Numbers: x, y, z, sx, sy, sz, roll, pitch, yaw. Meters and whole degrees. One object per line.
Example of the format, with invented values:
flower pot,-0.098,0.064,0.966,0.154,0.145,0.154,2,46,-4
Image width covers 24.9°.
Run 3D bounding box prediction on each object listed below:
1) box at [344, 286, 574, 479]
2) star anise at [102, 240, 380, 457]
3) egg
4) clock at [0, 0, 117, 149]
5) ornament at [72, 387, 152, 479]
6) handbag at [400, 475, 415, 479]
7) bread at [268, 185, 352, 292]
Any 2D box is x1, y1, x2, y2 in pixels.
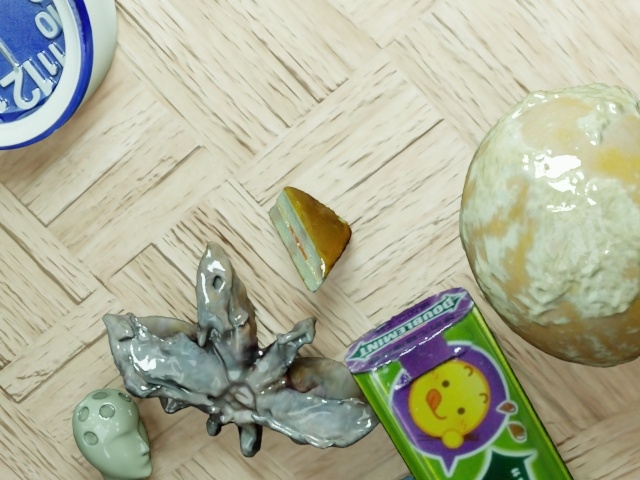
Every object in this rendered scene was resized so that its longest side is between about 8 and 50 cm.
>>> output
box,0.161,0.221,1.355,0.134,0.097,0.346,-31,106,0
star anise,-0.081,0.127,1.389,0.257,0.111,0.198,41,123,-14
egg,0.211,-0.007,1.158,0.203,0.203,0.245,-6,123,21
clock,-0.299,-0.199,1.295,0.230,0.083,0.230,7,121,12
ornament,-0.208,0.226,1.507,0.081,0.075,0.156,4,118,29
handbag,0.113,0.350,1.486,0.221,0.057,0.144,47,129,-12
bread,0.000,0.000,1.322,0.062,0.109,0.043,2,137,-34
